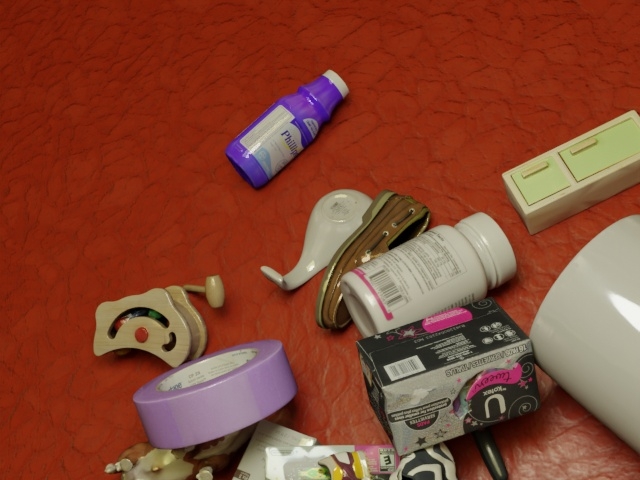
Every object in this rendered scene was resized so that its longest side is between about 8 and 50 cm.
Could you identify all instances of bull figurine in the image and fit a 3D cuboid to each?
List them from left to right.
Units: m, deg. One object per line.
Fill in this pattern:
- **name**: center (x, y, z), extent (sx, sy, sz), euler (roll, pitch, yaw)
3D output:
- **bull figurine**: center (-0.240, 0.380, 1.812), extent (0.310, 0.188, 0.101), euler (-24, 88, 13)

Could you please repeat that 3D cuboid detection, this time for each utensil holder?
- **utensil holder**: center (0.560, 0.186, 1.556), extent (0.327, 0.327, 0.385), euler (-43, 55, -8)

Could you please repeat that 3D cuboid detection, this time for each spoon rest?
- **spoon rest**: center (0.000, 0.000, 1.999), extent (0.137, 0.084, 0.276), euler (33, 63, 29)

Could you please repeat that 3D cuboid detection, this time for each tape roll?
- **tape roll**: center (-0.182, 0.264, 1.787), extent (0.275, 0.275, 0.090), euler (-17, 96, 9)

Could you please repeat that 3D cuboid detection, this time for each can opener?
- **can opener**: center (0.272, 0.321, 1.726), extent (0.073, 0.059, 0.186), euler (-21, 57, 5)

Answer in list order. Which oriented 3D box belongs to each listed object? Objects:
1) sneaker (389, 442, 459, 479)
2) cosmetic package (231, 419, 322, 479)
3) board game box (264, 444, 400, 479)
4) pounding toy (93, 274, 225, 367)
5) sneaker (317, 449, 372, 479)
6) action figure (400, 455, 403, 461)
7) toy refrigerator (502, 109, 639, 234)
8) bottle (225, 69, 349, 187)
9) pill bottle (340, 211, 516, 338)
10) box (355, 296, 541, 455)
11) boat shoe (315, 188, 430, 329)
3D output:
- **sneaker**: center (0.188, 0.434, 1.599), extent (0.094, 0.153, 0.235), euler (-31, 87, 37)
- **cosmetic package**: center (-0.092, 0.439, 1.768), extent (0.117, 0.085, 0.231), euler (15, 66, 24)
- **board game box**: center (0.023, 0.486, 1.644), extent (0.224, 0.097, 0.303), euler (-1, 69, 0)
- **pounding toy**: center (-0.292, 0.168, 1.996), extent (0.269, 0.155, 0.154), euler (-15, 86, 21)
- **sneaker**: center (0.045, 0.419, 1.586), extent (0.084, 0.069, 0.185), euler (-8, 59, -7)
- **action figure**: center (0.131, 0.400, 1.749), extent (0.038, 0.030, 0.115), euler (-2, 59, 23)
- **toy refrigerator**: center (0.480, -0.126, 1.887), extent (0.269, 0.094, 0.102), euler (-26, 57, 4)
- **bottle**: center (-0.063, -0.235, 2.116), extent (0.283, 0.118, 0.092), euler (-42, 57, -8)
- **pill bottle**: center (0.192, 0.071, 1.814), extent (0.283, 0.160, 0.160), euler (-27, 56, -13)
- **box**: center (0.205, 0.219, 1.659), extent (0.247, 0.142, 0.163), euler (-18, 26, -7)
- **boat shoe**: center (0.099, 0.039, 1.911), extent (0.104, 0.111, 0.307), euler (20, 70, 28)
